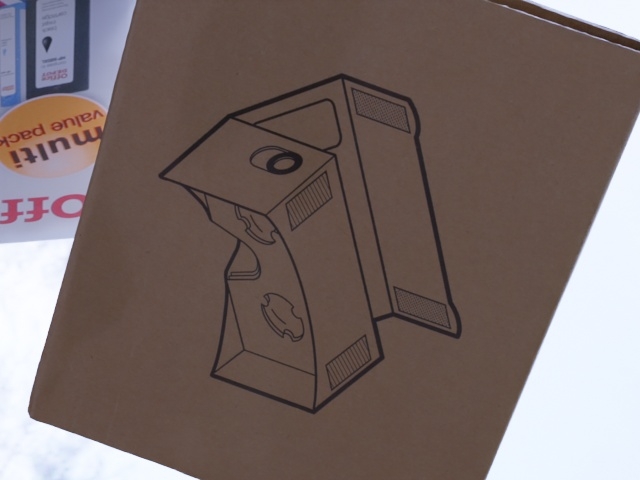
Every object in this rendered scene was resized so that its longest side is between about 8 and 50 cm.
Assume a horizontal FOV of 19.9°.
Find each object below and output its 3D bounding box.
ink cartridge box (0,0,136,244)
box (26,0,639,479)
[{"bbox_3d":[-0.153,-0.129,0.648,0.233,0.171,0.168,101,-19,-49],"label":"ink cartridge box"},{"bbox_3d":[0.000,0.000,0.615,0.164,0.021,0.201,20,-66,1],"label":"box"}]
